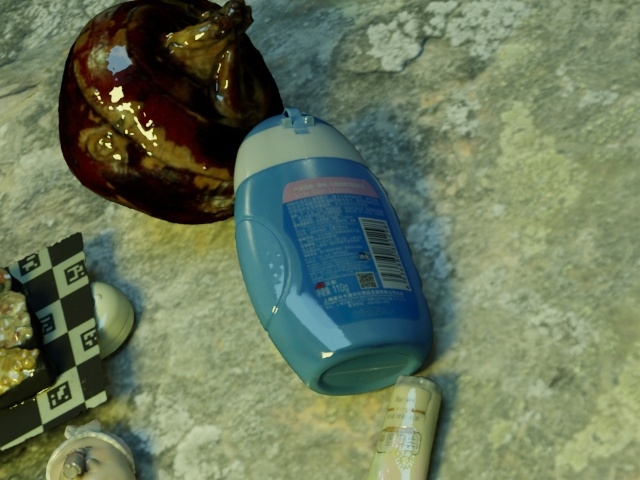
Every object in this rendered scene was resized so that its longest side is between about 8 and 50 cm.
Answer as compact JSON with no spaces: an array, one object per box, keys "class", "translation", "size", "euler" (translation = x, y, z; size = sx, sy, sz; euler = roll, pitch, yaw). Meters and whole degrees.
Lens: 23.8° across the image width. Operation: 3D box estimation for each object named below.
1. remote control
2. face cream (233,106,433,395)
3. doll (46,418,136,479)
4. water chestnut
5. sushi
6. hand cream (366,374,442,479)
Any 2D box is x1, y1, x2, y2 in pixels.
[{"class":"remote control","translation":[-0.274,0.111,1.411],"size":[0.221,0.042,0.078],"euler":[-31,47,2]},{"class":"face cream","translation":[0.000,0.000,1.283],"size":[0.149,0.083,0.264],"euler":[-4,56,-21]},{"class":"doll","translation":[-0.195,0.196,1.272],"size":[0.073,0.084,0.127],"euler":[-28,54,4]},{"class":"water chestnut","translation":[-0.131,-0.130,1.404],"size":[0.238,0.223,0.224],"euler":[-39,36,41]},{"class":"sushi","translation":[-0.301,0.090,1.378],"size":[0.192,0.050,0.215],"euler":[-25,46,9]},{"class":"hand cream","translation":[0.061,0.172,1.190],"size":[0.061,0.039,0.143],"euler":[2,60,26]}]
